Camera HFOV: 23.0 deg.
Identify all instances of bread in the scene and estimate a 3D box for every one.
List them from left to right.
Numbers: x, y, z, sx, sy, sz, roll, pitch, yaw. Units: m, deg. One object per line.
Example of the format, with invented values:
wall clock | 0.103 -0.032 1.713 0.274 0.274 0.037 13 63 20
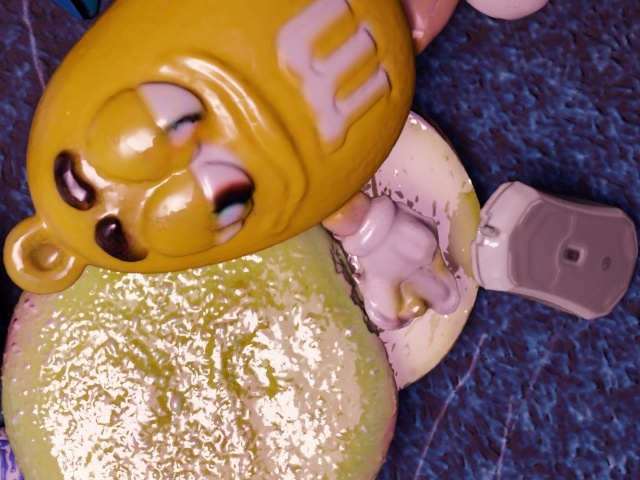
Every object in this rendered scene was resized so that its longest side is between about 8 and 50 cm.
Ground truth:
bread | -0.093 0.103 1.146 0.301 0.045 0.301 0 86 -1

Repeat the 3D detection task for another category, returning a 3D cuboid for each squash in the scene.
squash | 0.000 0.000 1.200 0.252 0.049 0.252 0 95 0

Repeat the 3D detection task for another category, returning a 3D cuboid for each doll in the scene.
doll | -0.001 -0.124 1.085 0.348 0.161 0.423 20 87 -27

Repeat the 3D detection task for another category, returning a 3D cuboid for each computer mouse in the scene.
computer mouse | 0.165 0.006 1.173 0.182 0.056 0.089 13 90 -44

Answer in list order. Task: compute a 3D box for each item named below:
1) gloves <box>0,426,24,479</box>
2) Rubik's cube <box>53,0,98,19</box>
gloves | -0.250 0.192 1.197 0.229 0.097 0.119 2 67 3
Rubik's cube | -0.282 -0.285 1.149 0.234 0.284 0.250 7 131 16
